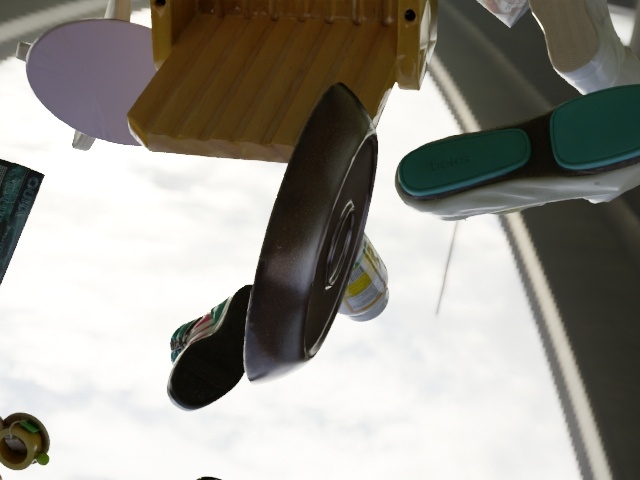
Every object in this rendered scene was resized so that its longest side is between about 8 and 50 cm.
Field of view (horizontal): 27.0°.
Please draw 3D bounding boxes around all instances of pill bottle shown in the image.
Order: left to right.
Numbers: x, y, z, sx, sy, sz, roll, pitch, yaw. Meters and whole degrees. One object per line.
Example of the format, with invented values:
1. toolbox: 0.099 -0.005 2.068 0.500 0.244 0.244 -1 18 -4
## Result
1. pill bottle: 0.039 0.046 2.080 0.118 0.117 0.208 20 161 29

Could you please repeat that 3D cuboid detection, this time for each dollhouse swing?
1. dollhouse swing: -0.059 -0.290 1.588 0.347 0.315 0.305 6 -156 15

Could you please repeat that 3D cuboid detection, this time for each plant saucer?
1. plant saucer: 0.000 0.000 1.319 0.050 0.310 0.310 16 -162 9

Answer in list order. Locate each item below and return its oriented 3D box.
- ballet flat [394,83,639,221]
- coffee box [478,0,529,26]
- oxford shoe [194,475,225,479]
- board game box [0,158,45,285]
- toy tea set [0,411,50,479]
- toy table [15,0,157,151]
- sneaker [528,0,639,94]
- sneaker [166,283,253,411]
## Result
1. ballet flat: 0.180 -0.060 1.030 0.248 0.086 0.086 -10 -172 25
2. coffee box: 0.252 -0.473 2.105 0.246 0.141 0.098 41 -113 7
3. oxford shoe: -0.062 0.355 1.583 0.227 0.082 0.096 43 149 -17
4. board game box: -0.376 -0.001 1.447 0.126 0.186 0.026 17 174 40
5. toy tea set: -0.522 0.344 1.996 0.336 0.200 0.124 16 -160 12
6. toy table: -0.306 -0.239 1.963 0.274 0.252 0.161 25 -175 -25
7. sneaker: 0.394 -0.296 1.944 0.169 0.108 0.292 40 -143 -36
8. sneaker: -0.208 0.208 2.300 0.124 0.178 0.295 45 -136 -7
